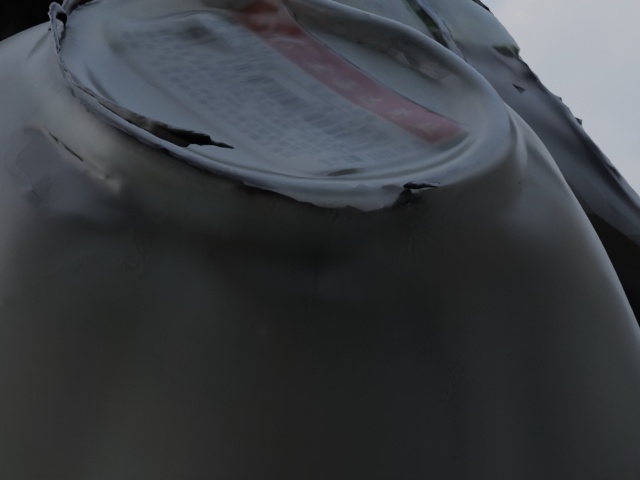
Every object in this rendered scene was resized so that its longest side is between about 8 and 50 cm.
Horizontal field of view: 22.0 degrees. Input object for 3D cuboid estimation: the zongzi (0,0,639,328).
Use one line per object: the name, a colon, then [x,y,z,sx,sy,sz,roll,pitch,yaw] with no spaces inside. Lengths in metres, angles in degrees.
zongzi: [0.000,0.000,0.666,0.383,0.362,0.319,-22,-40,-36]

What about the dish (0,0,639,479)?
dish: [-0.014,-0.009,0.384,0.229,0.229,0.081,-12,-53,-38]
